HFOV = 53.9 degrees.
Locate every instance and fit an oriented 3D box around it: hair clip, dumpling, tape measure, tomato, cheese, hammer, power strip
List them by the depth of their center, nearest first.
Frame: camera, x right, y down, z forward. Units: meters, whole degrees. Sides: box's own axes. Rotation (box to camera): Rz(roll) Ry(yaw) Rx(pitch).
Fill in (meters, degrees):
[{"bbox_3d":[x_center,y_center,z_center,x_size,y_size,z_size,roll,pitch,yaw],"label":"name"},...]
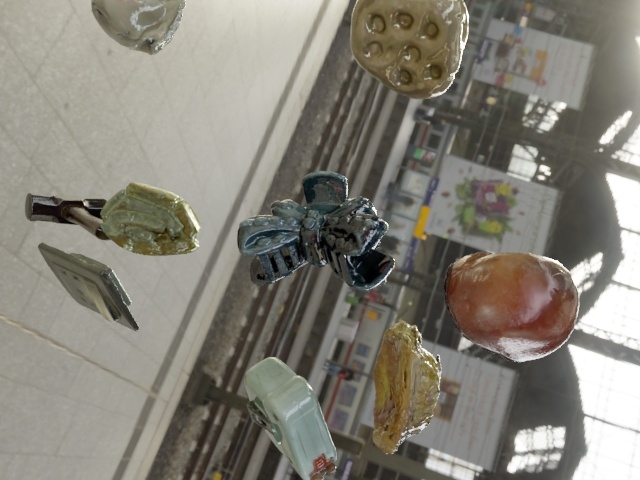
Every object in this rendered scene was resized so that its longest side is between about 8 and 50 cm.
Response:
[{"bbox_3d":[0.331,0.092,1.027,0.155,0.214,0.180,-34,-134,53],"label":"tomato"},{"bbox_3d":[-0.308,-0.412,1.055,0.142,0.247,0.172,19,103,-55],"label":"dumpling"},{"bbox_3d":[0.171,-0.377,1.154,0.218,0.235,0.117,-17,-147,40],"label":"cheese"},{"bbox_3d":[-0.002,-0.004,1.258,0.206,0.311,0.194,-67,151,-43],"label":"hair clip"},{"bbox_3d":[-0.082,0.417,1.488,0.125,0.246,0.243,-30,124,-25],"label":"tape measure"},{"bbox_3d":[-0.600,0.113,1.677,0.092,0.251,0.256,-46,145,-30],"label":"power strip"},{"bbox_3d":[-0.713,-0.059,1.886,0.243,0.409,0.095,2,103,-39],"label":"hammer"}]

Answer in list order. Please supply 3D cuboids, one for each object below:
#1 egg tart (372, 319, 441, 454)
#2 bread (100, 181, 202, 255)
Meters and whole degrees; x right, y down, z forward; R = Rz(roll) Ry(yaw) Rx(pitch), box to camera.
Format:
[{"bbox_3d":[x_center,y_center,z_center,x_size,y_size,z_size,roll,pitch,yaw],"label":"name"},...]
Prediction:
[{"bbox_3d":[0.227,0.386,1.647,0.352,0.150,0.351,-170,-90,-87],"label":"egg tart"},{"bbox_3d":[-0.432,-0.049,1.639,0.124,0.257,0.185,68,36,-85],"label":"bread"}]
